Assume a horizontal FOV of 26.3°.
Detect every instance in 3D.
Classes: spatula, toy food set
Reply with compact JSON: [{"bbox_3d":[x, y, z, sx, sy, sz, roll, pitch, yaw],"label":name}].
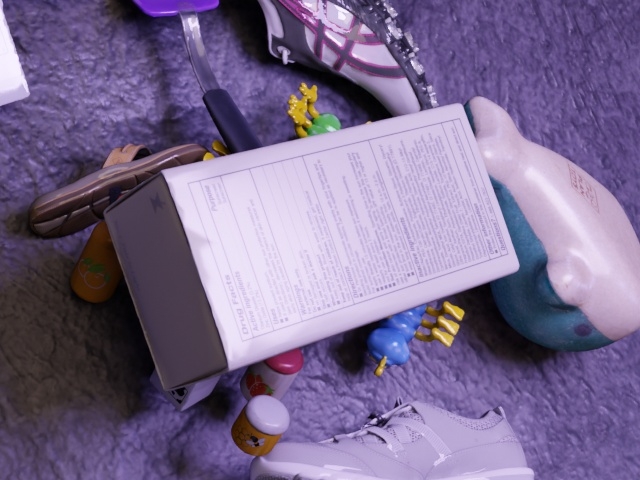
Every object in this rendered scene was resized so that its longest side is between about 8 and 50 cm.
[{"bbox_3d":[-0.103,-0.156,1.243,0.084,0.030,0.296,-14,63,-29],"label":"spatula"},{"bbox_3d":[-0.092,0.061,1.151,0.232,0.104,0.111,44,38,17],"label":"toy food set"}]

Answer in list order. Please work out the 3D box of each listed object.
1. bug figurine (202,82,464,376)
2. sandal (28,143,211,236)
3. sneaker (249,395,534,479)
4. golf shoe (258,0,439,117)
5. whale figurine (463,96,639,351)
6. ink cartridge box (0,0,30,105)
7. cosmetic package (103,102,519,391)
[{"bbox_3d":[0.016,-0.012,1.275,0.279,0.072,0.216,36,56,-5],"label":"bug figurine"},{"bbox_3d":[-0.177,-0.055,1.209,0.180,0.072,0.049,-20,61,-24],"label":"sandal"},{"bbox_3d":[0.060,0.197,1.227,0.281,0.105,0.115,7,56,-30],"label":"sneaker"},{"bbox_3d":[0.015,-0.202,1.332,0.120,0.105,0.273,-34,111,13],"label":"golf shoe"},{"bbox_3d":[0.198,-0.006,1.292,0.272,0.141,0.216,44,28,-27],"label":"whale figurine"},{"bbox_3d":[-0.367,-0.206,1.135,0.189,0.066,0.232,-23,111,-28],"label":"ink cartridge box"},{"bbox_3d":[0.000,0.000,1.119,0.309,0.113,0.160,-15,84,-35],"label":"cosmetic package"}]
